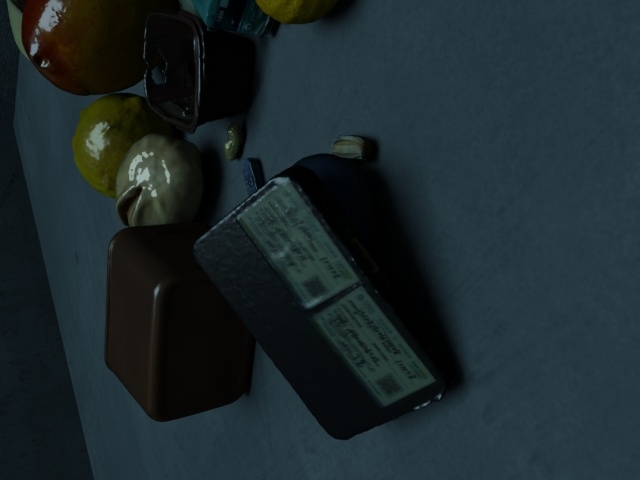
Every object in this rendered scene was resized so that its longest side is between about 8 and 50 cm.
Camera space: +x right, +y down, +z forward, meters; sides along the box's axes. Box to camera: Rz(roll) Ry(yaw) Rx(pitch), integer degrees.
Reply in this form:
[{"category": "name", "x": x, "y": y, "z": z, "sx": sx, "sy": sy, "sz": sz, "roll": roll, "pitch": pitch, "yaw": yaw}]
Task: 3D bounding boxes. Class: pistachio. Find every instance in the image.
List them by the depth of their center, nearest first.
[{"category": "pistachio", "x": -0.357, "y": -0.104, "z": 1.338, "sx": 0.193, "sy": 0.214, "sz": 0.318, "roll": 45, "pitch": 146, "yaw": 7}]

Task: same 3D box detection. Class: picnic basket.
[{"category": "picnic basket", "x": -0.242, "y": -0.336, "z": 1.190, "sx": 0.297, "sy": 0.129, "sz": 0.223, "roll": 33, "pitch": 123, "yaw": 49}]

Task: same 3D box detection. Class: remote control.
[{"category": "remote control", "x": -0.119, "y": -0.084, "z": 1.140, "sx": 0.043, "sy": 0.027, "sz": 0.153, "roll": -20, "pitch": 80, "yaw": 48}]

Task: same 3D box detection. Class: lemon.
[{"category": "lemon", "x": -0.036, "y": -0.388, "z": 0.876, "sx": 0.187, "sy": 0.142, "sz": 0.142, "roll": -5, "pitch": 90, "yaw": 58}, {"category": "lemon", "x": -0.472, "y": -0.229, "z": 1.451, "sx": 0.233, "sy": 0.233, "sz": 0.288, "roll": 58, "pitch": 134, "yaw": 32}]

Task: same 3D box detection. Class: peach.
[{"category": "peach", "x": -0.487, "y": -0.489, "z": 1.338, "sx": 0.372, "sy": 0.290, "sz": 0.373, "roll": -31, "pitch": 36, "yaw": 27}]

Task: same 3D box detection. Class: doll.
[{"category": "doll", "x": 0.000, "y": 0.000, "z": 0.891, "sx": 0.228, "sy": 0.154, "sz": 0.258, "roll": 36, "pitch": 116, "yaw": 52}]

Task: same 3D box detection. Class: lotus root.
[{"category": "lotus root", "x": 0.048, "y": -0.136, "z": 0.885, "sx": 0.083, "sy": 0.030, "sz": 0.037, "roll": 12, "pitch": 98, "yaw": 53}]

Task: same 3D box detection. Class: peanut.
[{"category": "peanut", "x": -0.172, "y": -0.196, "z": 1.192, "sx": 0.037, "sy": 0.037, "sz": 0.083, "roll": 46, "pitch": 132, "yaw": 42}]

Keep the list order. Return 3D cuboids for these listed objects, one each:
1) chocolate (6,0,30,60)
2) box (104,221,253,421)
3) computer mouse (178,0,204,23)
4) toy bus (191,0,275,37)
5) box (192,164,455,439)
[{"category": "chocolate", "x": -0.694, "y": -0.623, "z": 1.684, "sx": 0.314, "sy": 0.326, "sz": 0.297, "roll": 64, "pitch": 157, "yaw": 22}, {"category": "box", "x": -0.282, "y": 0.162, "z": 1.228, "sx": 0.229, "sy": 0.239, "sz": 0.339, "roll": 31, "pitch": 119, "yaw": 46}, {"category": "computer mouse", "x": -0.264, "y": -0.542, "z": 1.260, "sx": 0.089, "sy": 0.056, "sz": 0.182, "roll": 44, "pitch": 128, "yaw": 37}, {"category": "toy bus", "x": -0.174, "y": -0.480, "z": 1.059, "sx": 0.256, "sy": 0.147, "sz": 0.128, "roll": 60, "pitch": 141, "yaw": 32}, {"category": "box", "x": 0.000, "y": 0.090, "z": 0.799, "sx": 0.211, "sy": 0.058, "sz": 0.350, "roll": -34, "pitch": 93, "yaw": 30}]
